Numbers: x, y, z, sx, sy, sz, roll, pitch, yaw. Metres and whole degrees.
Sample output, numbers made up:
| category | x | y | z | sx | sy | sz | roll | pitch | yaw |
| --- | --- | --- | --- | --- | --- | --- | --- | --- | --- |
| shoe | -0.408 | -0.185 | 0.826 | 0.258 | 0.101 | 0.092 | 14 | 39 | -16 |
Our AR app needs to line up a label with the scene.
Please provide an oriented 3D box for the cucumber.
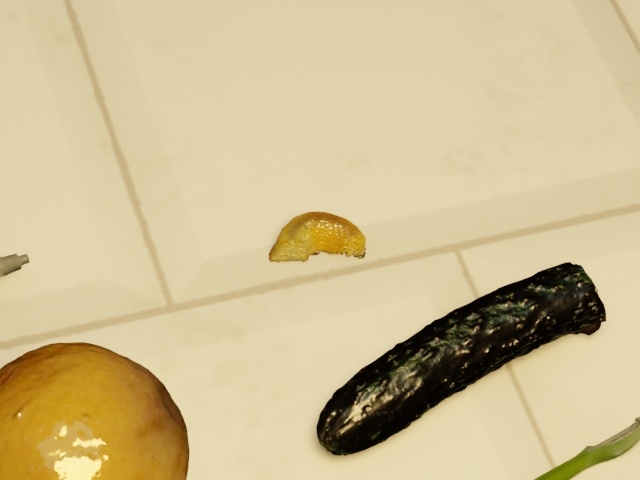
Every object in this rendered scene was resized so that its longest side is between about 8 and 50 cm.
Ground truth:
| category | x | y | z | sx | sy | sz | roll | pitch | yaw |
| --- | --- | --- | --- | --- | --- | --- | --- | --- | --- |
| cucumber | 0.119 | 0.106 | 1.795 | 0.303 | 0.072 | 0.081 | -24 | 60 | -22 |

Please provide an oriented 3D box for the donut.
| category | x | y | z | sx | sy | sz | roll | pitch | yaw |
| --- | --- | --- | --- | --- | --- | --- | --- | --- | --- |
| donut | 0.000 | 0.000 | 1.883 | 0.083 | 0.038 | 0.067 | 22 | 51 | 12 |

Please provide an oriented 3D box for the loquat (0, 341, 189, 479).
| category | x | y | z | sx | sy | sz | roll | pitch | yaw |
| --- | --- | --- | --- | --- | --- | --- | --- | --- | --- |
| loquat | -0.214 | 0.188 | 1.603 | 0.193 | 0.238 | 0.238 | 39 | 58 | 10 |

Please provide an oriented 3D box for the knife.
| category | x | y | z | sx | sy | sz | roll | pitch | yaw |
| --- | --- | --- | --- | --- | --- | --- | --- | --- | --- |
| knife | 0.231 | 0.202 | 1.767 | 0.184 | 0.022 | 0.026 | -27 | 34 | -24 |

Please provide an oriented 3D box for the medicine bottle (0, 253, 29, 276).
| category | x | y | z | sx | sy | sz | roll | pitch | yaw |
| --- | --- | --- | --- | --- | --- | --- | --- | --- | --- |
| medicine bottle | -0.359 | 0.047 | 1.795 | 0.199 | 0.057 | 0.057 | -19 | 58 | -20 |
